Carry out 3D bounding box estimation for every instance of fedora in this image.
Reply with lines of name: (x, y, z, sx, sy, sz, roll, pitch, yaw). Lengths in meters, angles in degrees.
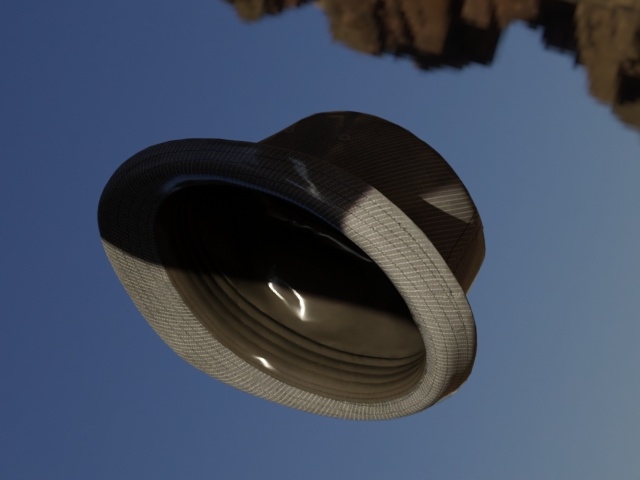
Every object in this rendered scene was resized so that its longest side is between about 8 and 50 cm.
fedora: (0.000, 0.000, 1.153, 0.124, 0.275, 0.244, -51, -56, -34)
